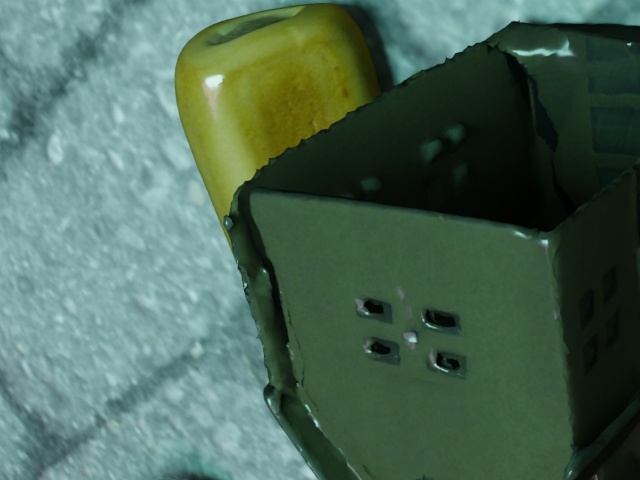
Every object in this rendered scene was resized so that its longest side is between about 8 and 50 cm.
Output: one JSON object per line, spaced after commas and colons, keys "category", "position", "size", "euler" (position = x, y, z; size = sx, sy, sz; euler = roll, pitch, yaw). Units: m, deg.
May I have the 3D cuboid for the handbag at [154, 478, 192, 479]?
{"category": "handbag", "position": [-0.091, 0.255, 1.006], "size": [0.205, 0.179, 0.116], "euler": [39, 145, 13]}

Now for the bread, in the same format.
{"category": "bread", "position": [0.000, 0.000, 0.795], "size": [0.074, 0.093, 0.239], "euler": [-130, 20, -61]}

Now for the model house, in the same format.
{"category": "model house", "position": [0.118, 0.063, 0.635], "size": [0.204, 0.211, 0.243], "euler": [11, 122, 38]}

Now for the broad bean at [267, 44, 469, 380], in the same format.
{"category": "broad bean", "position": [0.049, 0.061, 0.768], "size": [0.049, 0.144, 0.292], "euler": [-129, 21, -62]}
